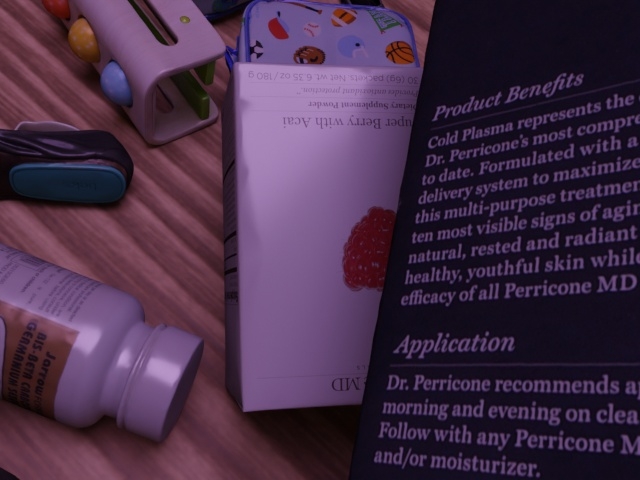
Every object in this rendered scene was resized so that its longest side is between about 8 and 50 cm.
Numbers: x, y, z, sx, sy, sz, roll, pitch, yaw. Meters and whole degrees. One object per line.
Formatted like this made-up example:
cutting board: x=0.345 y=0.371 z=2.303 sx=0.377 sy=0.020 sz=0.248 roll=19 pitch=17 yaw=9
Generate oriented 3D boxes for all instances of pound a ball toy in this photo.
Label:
pound a ball toy: x=-0.247 y=-0.295 z=0.912 sx=0.135 sy=0.208 sz=0.319 roll=-27 pitch=68 yaw=-26

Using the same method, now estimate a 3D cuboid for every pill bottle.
pill bottle: x=-0.232 y=0.097 z=0.712 sx=0.229 sy=0.131 sz=0.131 roll=21 pitch=56 yaw=2

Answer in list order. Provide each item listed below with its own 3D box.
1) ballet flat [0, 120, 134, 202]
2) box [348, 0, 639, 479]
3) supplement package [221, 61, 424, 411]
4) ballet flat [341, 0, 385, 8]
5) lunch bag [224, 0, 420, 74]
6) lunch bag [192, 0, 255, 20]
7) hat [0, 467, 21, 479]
ballet flat: x=-0.348 y=-0.089 z=0.837 sx=0.280 sy=0.095 sz=0.096 roll=2 pitch=47 yaw=-22
box: x=0.292 y=0.075 z=0.559 sx=0.479 sy=0.297 sz=0.472 roll=35 pitch=60 yaw=-41
supplement package: x=0.000 y=0.000 z=0.730 sx=0.177 sy=0.175 sz=0.293 roll=-1 pitch=86 yaw=-12
ballet flat: x=0.055 y=-0.363 z=1.113 sx=0.057 sy=0.049 sz=0.173 roll=-11 pitch=61 yaw=-17
lunch bag: x=0.003 y=-0.164 z=0.941 sx=0.243 sy=0.115 sz=0.304 roll=0 pitch=59 yaw=-9
lunch bag: x=-0.131 y=-0.404 z=1.076 sx=0.219 sy=0.090 sz=0.176 roll=-33 pitch=69 yaw=-28
hat: x=-0.326 y=0.318 z=0.552 sx=0.331 sy=0.134 sz=0.332 roll=-3 pitch=50 yaw=4
